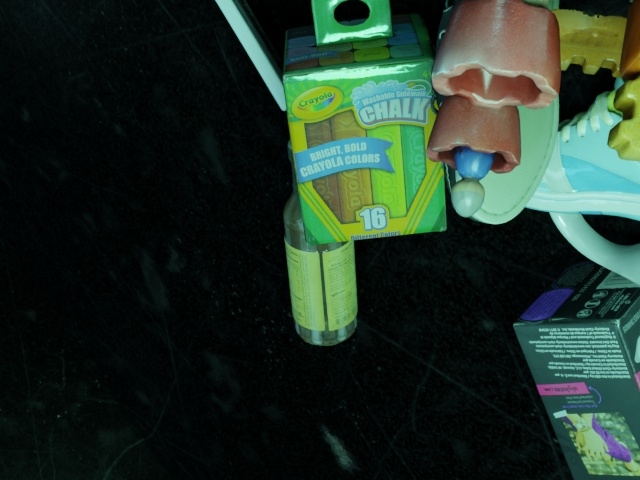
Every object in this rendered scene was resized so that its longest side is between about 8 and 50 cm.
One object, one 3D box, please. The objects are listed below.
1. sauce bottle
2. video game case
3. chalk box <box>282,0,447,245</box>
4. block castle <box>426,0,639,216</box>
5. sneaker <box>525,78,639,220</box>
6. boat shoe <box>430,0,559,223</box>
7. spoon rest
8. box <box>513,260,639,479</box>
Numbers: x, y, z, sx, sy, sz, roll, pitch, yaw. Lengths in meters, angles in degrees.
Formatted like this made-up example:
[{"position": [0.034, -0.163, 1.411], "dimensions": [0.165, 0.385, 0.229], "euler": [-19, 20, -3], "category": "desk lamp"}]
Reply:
[{"position": [0.000, 0.000, 1.370], "dimensions": [0.111, 0.111, 0.345], "euler": [23, 131, 34], "category": "sauce bottle"}, {"position": [-0.084, -0.266, 1.235], "dimensions": [0.022, 0.173, 0.190], "euler": [-31, 95, 9], "category": "video game case"}, {"position": [0.051, -0.167, 1.082], "dimensions": [0.180, 0.179, 0.289], "euler": [-7, 121, 4], "category": "chalk box"}, {"position": [0.313, -0.100, 0.667], "dimensions": [0.452, 0.213, 0.303], "euler": [10, 173, 7], "category": "block castle"}, {"position": [0.306, -0.135, 0.939], "dimensions": [0.318, 0.127, 0.208], "euler": [10, 127, 31], "category": "sneaker"}, {"position": [0.170, -0.174, 0.938], "dimensions": [0.113, 0.127, 0.340], "euler": [-15, 67, 57], "category": "boat shoe"}, {"position": [0.371, 0.006, 0.983], "dimensions": [0.276, 0.137, 0.084], "euler": [34, 139, 44], "category": "spoon rest"}, {"position": [0.370, 0.173, 1.061], "dimensions": [0.143, 0.165, 0.270], "euler": [-7, 113, 48], "category": "box"}]
